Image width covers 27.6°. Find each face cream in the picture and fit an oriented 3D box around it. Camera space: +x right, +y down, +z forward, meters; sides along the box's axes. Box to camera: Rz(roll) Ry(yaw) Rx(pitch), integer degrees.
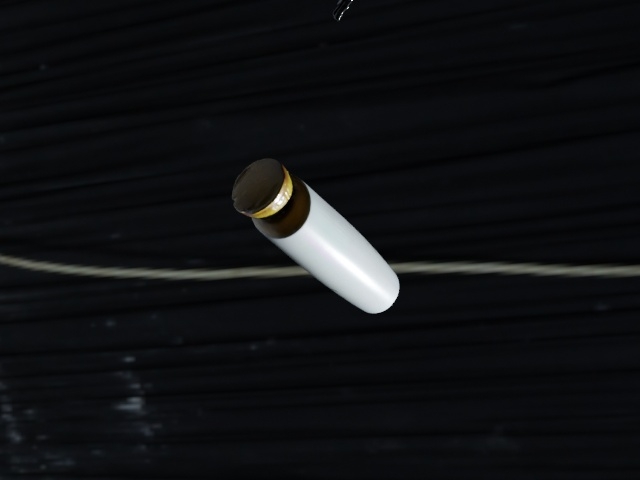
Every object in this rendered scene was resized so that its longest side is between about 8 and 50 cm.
[{"bbox_3d":[0.000,0.000,1.018,0.182,0.051,0.072,42,6,-47],"label":"face cream"}]

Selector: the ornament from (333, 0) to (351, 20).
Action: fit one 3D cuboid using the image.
[{"bbox_3d":[-0.024,-0.332,1.362,0.203,0.081,0.088,44,13,-6],"label":"ornament"}]
